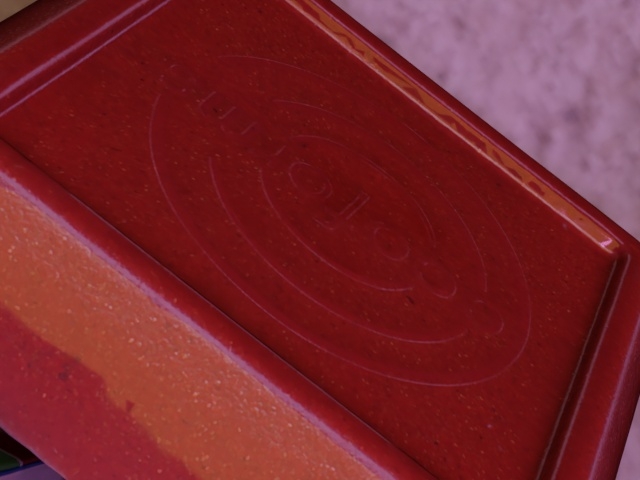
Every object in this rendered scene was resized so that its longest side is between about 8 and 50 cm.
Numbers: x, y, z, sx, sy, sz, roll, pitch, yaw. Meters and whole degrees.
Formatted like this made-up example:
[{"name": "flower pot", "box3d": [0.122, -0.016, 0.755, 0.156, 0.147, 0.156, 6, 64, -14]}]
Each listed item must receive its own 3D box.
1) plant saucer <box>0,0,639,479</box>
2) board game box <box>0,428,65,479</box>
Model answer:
[{"name": "plant saucer", "box3d": [0.000, 0.000, 0.472, 0.258, 0.259, 0.048, 38, 123, 0]}, {"name": "board game box", "box3d": [-0.159, 0.149, 0.394, 0.064, 0.316, 0.242, 28, 81, -1]}]
